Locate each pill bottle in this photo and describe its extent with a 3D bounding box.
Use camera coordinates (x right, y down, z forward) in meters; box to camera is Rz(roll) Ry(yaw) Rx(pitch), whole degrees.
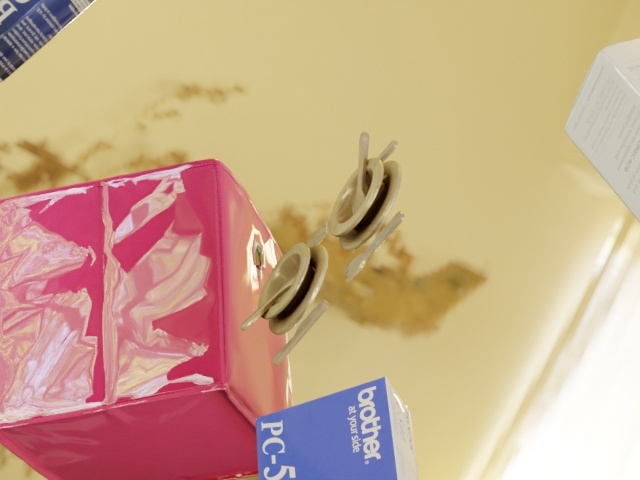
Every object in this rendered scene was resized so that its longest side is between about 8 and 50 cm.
[{"bbox_3d":[-0.245,-0.170,1.301,0.094,0.169,0.094,48,-4,4],"label":"pill bottle"}]

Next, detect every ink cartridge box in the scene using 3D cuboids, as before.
[{"bbox_3d":[0.015,0.190,1.104,0.097,0.207,0.046,-19,-46,15],"label":"ink cartridge box"}]

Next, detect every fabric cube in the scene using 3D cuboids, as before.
[{"bbox_3d":[-0.181,0.101,1.842,0.259,0.258,0.254,-11,-29,11],"label":"fabric cube"}]

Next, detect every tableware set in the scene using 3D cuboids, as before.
[{"bbox_3d":[0.000,0.000,1.510,0.039,0.194,0.128,30,29,-19],"label":"tableware set"}]

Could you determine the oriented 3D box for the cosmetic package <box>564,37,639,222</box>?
[{"bbox_3d":[0.282,-0.037,1.198,0.117,0.085,0.231,-15,52,-30],"label":"cosmetic package"}]
